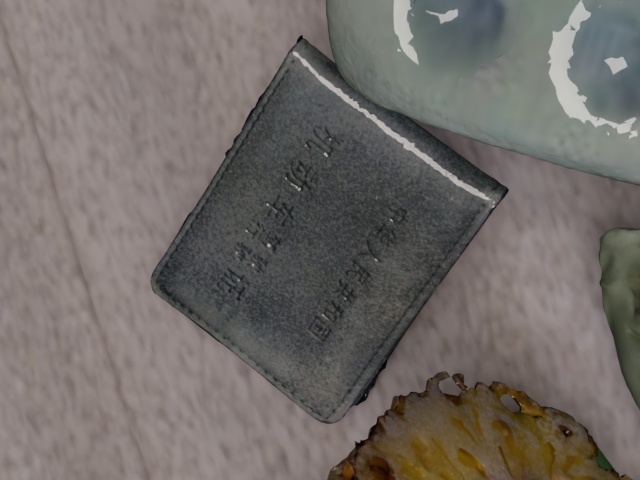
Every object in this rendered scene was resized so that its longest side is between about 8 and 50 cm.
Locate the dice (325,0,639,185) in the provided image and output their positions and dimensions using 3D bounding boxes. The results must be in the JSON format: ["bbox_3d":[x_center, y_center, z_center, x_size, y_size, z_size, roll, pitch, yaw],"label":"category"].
[{"bbox_3d":[0.171,-0.179,1.008,0.265,0.262,0.268,19,103,18],"label":"dice"}]

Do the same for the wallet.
[{"bbox_3d":[-0.001,0.001,1.134,0.167,0.036,0.222,38,125,6],"label":"wallet"}]

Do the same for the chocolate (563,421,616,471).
[{"bbox_3d":[0.211,0.257,1.127,0.110,0.110,0.291,-39,89,8],"label":"chocolate"}]

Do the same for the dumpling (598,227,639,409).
[{"bbox_3d":[0.261,0.066,1.094,0.219,0.108,0.152,48,136,-8],"label":"dumpling"}]

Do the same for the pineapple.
[{"bbox_3d":[0.040,0.250,1.033,0.262,0.262,0.272,48,130,4],"label":"pineapple"}]
